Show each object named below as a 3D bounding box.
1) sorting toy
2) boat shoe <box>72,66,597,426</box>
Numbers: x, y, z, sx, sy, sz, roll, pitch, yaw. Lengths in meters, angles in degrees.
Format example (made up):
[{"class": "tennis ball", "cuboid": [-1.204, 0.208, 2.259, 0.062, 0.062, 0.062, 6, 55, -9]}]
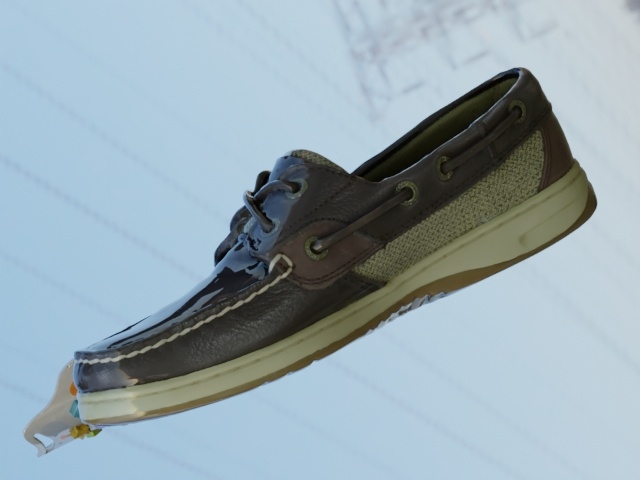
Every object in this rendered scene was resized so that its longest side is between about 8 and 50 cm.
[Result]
[{"class": "sorting toy", "cuboid": [-0.193, 0.138, 1.516, 0.045, 0.075, 0.083, 51, 170, 26]}, {"class": "boat shoe", "cuboid": [0.000, 0.000, 0.500, 0.056, 0.152, 0.049, -5, 108, 61]}]
